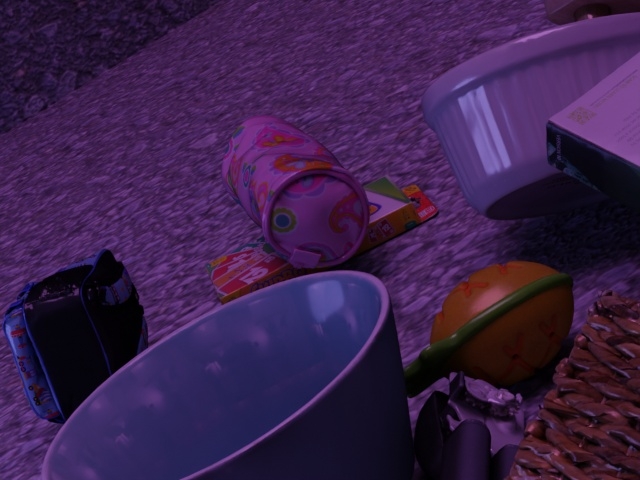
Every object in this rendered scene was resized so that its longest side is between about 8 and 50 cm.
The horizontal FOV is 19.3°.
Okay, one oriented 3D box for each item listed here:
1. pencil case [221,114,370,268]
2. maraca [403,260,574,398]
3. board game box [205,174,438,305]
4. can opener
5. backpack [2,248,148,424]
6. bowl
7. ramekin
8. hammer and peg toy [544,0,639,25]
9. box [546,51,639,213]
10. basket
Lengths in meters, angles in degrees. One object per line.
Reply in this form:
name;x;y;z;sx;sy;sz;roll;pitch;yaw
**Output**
pencil case;-0.032;-0.055;2.070;0.124;0.124;0.284;-28;19;-6
maraca;0.138;0.082;1.605;0.186;0.099;0.127;-29;-21;-17
board game box;0.000;0.000;2.108;0.259;0.039;0.124;-24;20;-4
can opener;0.120;0.185;1.447;0.093;0.074;0.280;-57;9;19
backpack;-0.248;0.094;1.985;0.117;0.158;0.173;-15;18;10
bowl;-0.050;0.176;1.505;0.311;0.163;0.311;-25;19;9
ramekin;0.241;-0.111;1.807;0.273;0.127;0.273;-14;-12;-3
hammer and peg toy;0.437;-0.244;1.936;0.361;0.127;0.266;12;-29;-38
box;0.384;-0.075;1.578;0.232;0.058;0.322;-36;47;-27
basket;0.284;0.185;1.181;0.213;0.223;0.299;-64;27;-5
